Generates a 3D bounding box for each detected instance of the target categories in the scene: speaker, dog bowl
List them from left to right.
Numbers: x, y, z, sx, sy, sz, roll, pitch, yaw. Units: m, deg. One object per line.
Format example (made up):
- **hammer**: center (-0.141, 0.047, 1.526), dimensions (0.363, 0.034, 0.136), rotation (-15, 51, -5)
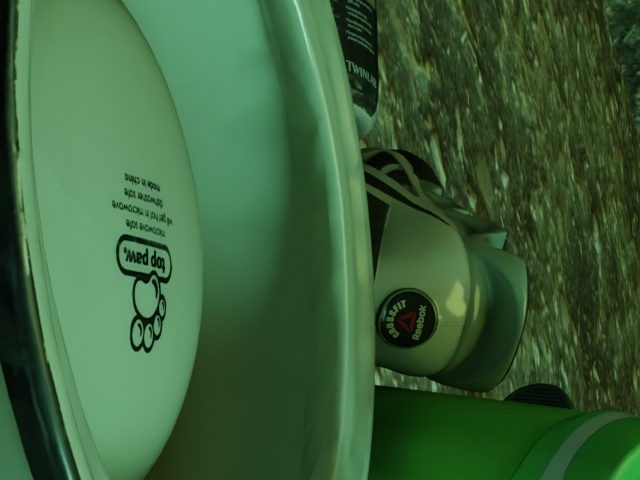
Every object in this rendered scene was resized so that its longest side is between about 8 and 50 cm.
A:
- **dog bowl**: center (-0.103, -0.007, 0.764), dimensions (0.408, 0.150, 0.408), rotation (-6, 90, -74)
- **speaker**: center (0.062, 0.141, 0.963), dimensions (0.131, 0.296, 0.131), rotation (-2, 93, -43)

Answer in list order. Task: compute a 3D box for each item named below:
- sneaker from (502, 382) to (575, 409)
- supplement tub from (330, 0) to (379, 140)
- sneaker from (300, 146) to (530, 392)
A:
- **sneaker**: center (0.215, 0.300, 1.701), dimensions (0.178, 0.124, 0.295), rotation (52, 43, -50)
- **supplement tub**: center (-0.022, -0.157, 1.130), dimensions (0.117, 0.117, 0.190), rotation (45, 41, -63)
- **sneaker**: center (0.000, 0.000, 1.090), dimensions (0.330, 0.146, 0.122), rotation (-152, -107, -72)
